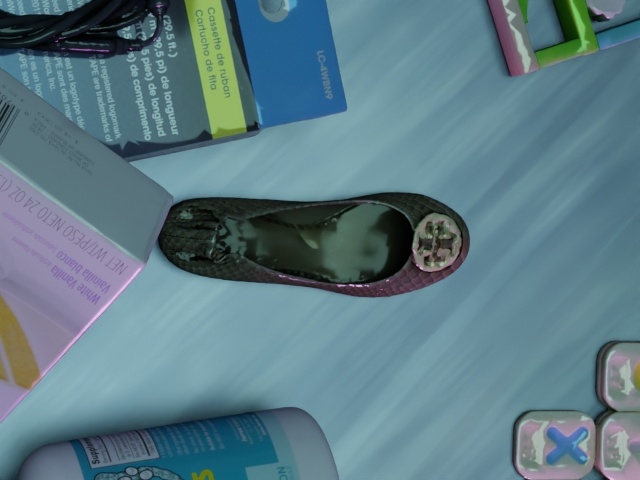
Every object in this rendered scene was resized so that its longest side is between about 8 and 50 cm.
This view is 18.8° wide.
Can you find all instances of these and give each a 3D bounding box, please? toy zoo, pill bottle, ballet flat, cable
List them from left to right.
[{"bbox_3d":[-0.190,-0.202,1.305,0.185,0.047,0.150,2,90,-17],"label":"cable"},{"bbox_3d":[-0.124,0.209,1.394,0.264,0.146,0.146,-8,93,-16],"label":"pill bottle"},{"bbox_3d":[0.000,0.000,1.473,0.250,0.058,0.084,4,90,-17],"label":"ballet flat"},{"bbox_3d":[0.260,-0.265,1.561,0.293,0.030,0.192,-20,96,-16],"label":"toy zoo"}]

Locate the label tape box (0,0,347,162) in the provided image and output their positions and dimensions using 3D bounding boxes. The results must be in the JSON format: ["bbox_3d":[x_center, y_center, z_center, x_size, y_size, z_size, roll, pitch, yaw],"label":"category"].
[{"bbox_3d":[-0.179,-0.175,1.392,0.348,0.115,0.249,-13,95,-19],"label":"label tape box"}]

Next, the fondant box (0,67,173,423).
[{"bbox_3d":[-0.291,0.027,1.276,0.238,0.096,0.330,37,120,-14],"label":"fondant box"}]

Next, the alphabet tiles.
[{"bbox_3d":[0.287,0.225,1.581,0.278,0.021,0.284,3,90,-17],"label":"alphabet tiles"}]
